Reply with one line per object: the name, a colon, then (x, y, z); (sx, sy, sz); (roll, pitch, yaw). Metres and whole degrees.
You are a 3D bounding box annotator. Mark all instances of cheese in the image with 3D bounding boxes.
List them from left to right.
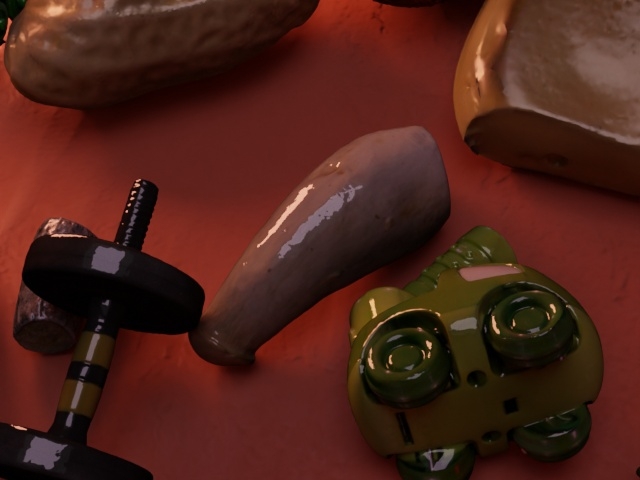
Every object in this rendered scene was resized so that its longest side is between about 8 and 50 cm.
cheese: (0.275, -0.195, 1.059); (0.259, 0.128, 0.316); (20, 67, 6)

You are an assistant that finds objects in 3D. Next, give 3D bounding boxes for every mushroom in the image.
mushroom: (0.000, 0.000, 0.970); (0.270, 0.118, 0.103); (-36, 63, -19)

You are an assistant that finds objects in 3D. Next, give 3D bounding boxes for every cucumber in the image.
cucumber: (-0.227, 0.039, 0.994); (0.064, 0.064, 0.112); (6, 60, 8)

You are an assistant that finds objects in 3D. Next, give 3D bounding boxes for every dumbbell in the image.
dumbbell: (-0.177, 0.102, 0.883); (0.143, 0.143, 0.325); (10, 69, 11)

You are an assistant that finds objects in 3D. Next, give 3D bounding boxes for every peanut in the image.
peanut: (-0.148, -0.220, 1.107); (0.313, 0.152, 0.152); (-16, 57, -6)

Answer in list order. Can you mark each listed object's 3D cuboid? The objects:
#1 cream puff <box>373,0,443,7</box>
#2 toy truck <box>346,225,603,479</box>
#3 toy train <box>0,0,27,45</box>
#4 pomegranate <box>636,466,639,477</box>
cream puff: (0.092, -0.327, 1.153); (0.240, 0.164, 0.240); (4, 61, -8)
toy truck: (0.101, 0.083, 0.902); (0.187, 0.148, 0.210); (-27, 38, -9)
toy train: (-0.306, -0.286, 1.150); (0.085, 0.119, 0.251); (13, 40, 13)
pomegranate: (0.319, 0.193, 0.802); (0.220, 0.156, 0.156); (8, 58, 15)
